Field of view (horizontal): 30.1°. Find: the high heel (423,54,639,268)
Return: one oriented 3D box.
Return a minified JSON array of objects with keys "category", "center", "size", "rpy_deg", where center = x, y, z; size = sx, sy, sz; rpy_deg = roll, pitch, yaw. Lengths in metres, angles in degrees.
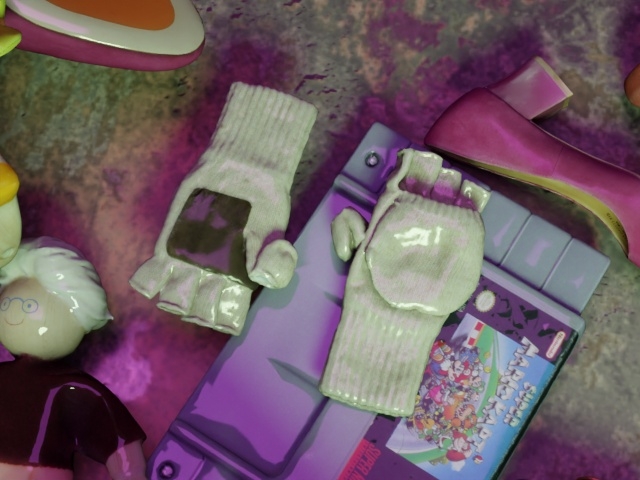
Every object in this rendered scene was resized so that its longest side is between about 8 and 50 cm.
[{"category":"high heel","center":[0.194,-0.028,0.942],"size":[0.117,0.082,0.244],"rpy_deg":[-36,80,-2]}]

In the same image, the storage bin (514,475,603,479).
[{"category":"storage bin","center":[0.196,0.220,0.863],"size":[0.135,0.091,0.098],"rpy_deg":[18,75,4]}]

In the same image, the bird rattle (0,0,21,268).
[{"category":"bird rattle","center":[-0.295,-0.060,0.866],"size":[0.143,0.253,0.207],"rpy_deg":[-27,72,-39]}]

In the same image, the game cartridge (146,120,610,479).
[{"category":"game cartridge","center":[0.045,0.106,0.914],"size":[0.230,0.068,0.355],"rpy_deg":[30,76,12]}]

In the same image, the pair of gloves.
[{"category":"pair of gloves","center":[0.000,0.000,0.894],"size":[0.240,0.042,0.204],"rpy_deg":[25,75,6]}]

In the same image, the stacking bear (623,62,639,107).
[{"category":"stacking bear","center":[0.357,-0.018,0.904],"size":[0.176,0.164,0.288],"rpy_deg":[-8,79,-2]}]

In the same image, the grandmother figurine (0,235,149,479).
[{"category":"grandmother figurine","center":[-0.219,0.163,0.872],"size":[0.208,0.104,0.342],"rpy_deg":[4,74,7]}]

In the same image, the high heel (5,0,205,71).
[{"category":"high heel","center":[-0.275,-0.193,0.960],"size":[0.377,0.181,0.127],"rpy_deg":[26,56,2]}]
